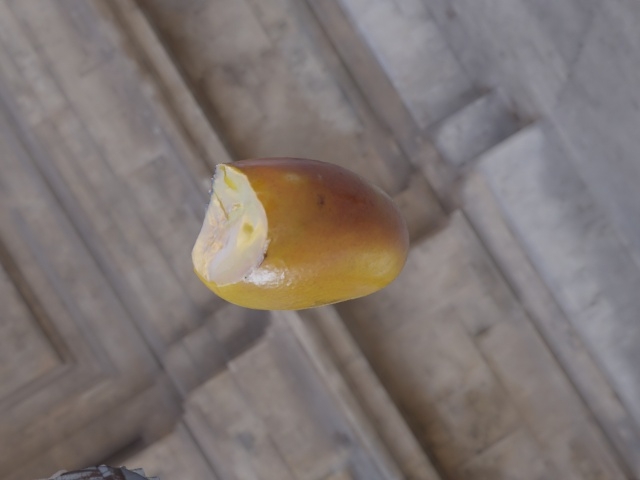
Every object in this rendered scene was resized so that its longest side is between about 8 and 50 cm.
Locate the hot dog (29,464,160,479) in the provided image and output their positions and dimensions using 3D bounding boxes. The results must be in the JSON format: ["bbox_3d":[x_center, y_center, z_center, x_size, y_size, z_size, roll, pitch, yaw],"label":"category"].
[{"bbox_3d":[-0.181,0.198,0.808,0.075,0.268,0.144,85,159,-61],"label":"hot dog"}]

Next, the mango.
[{"bbox_3d":[0.000,0.000,1.723,0.257,0.187,0.138,2,-138,-37],"label":"mango"}]
